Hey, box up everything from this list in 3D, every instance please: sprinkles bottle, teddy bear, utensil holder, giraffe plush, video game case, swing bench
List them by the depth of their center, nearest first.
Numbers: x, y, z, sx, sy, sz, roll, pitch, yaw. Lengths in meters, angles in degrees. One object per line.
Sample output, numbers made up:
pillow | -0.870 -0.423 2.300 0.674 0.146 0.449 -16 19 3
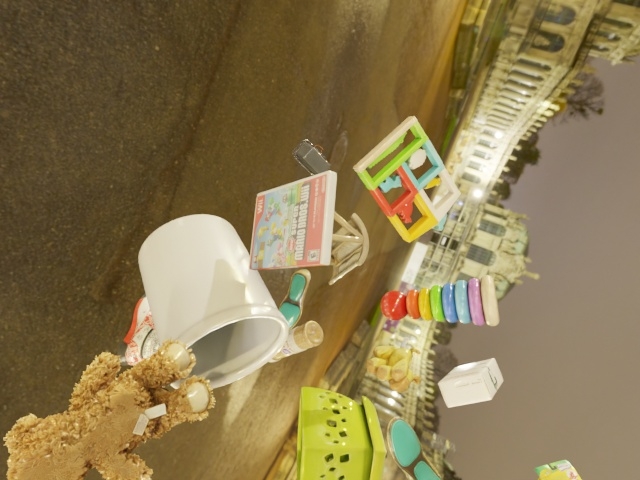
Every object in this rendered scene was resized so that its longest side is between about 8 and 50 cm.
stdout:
teddy bear | -0.367 0.325 0.756 0.338 0.245 0.113 -47 -164 -28
video game case | -0.073 -0.036 0.961 0.025 0.285 0.204 14 76 -39
utensil holder | -0.316 0.162 1.153 0.328 0.385 0.327 -23 145 -17
swing bench | 0.000 0.000 1.322 0.253 0.255 0.165 -43 -155 60
giraffe plush | 0.294 0.500 1.570 0.210 0.181 0.170 -31 118 -32
sprinkles bottle | -0.145 0.500 2.014 0.355 0.121 0.121 -32 -168 38

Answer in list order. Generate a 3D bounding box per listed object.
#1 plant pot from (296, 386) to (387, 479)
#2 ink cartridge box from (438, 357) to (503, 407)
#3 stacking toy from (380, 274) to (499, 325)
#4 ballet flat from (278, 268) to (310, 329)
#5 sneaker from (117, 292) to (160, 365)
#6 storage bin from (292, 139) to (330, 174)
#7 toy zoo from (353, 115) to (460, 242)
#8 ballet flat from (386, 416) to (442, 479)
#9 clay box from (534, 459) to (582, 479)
plant pot | 0.046 0.535 1.048 0.228 0.207 0.227 -98 -168 -73
ink cartridge box | 0.533 0.500 1.447 0.160 0.092 0.219 -27 166 31
stacking toy | 0.336 0.187 1.196 0.141 0.330 0.141 -9 90 -67
ballet flat | -0.083 0.200 1.381 0.232 0.080 0.073 -67 171 20
sneaker | -0.531 0.280 1.320 0.270 0.145 0.090 -89 179 -49
storage bin | -0.022 -0.309 1.544 0.098 0.091 0.135 -47 122 2
toy zoo | 0.234 -0.131 1.025 0.192 0.293 0.030 -42 -155 -7
ballet flat | 0.324 0.791 1.497 0.123 0.348 0.123 -33 -175 3
clay box | 0.801 0.833 1.310 0.222 0.127 0.053 -107 -172 -55
